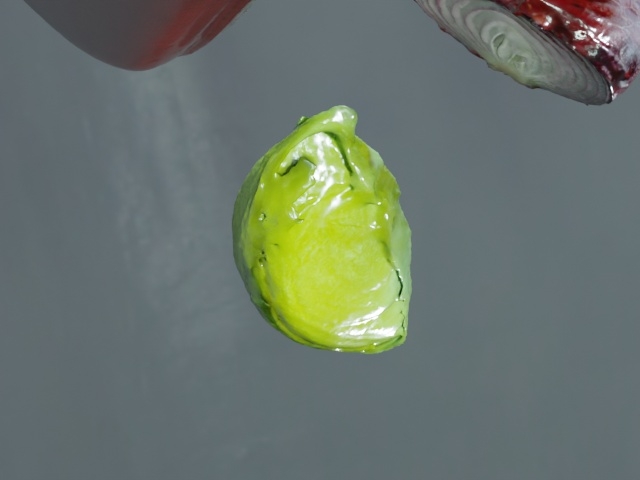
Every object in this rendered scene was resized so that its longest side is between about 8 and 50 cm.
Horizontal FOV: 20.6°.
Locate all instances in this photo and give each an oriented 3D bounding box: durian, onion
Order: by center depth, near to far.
[{"bbox_3d":[0.161,-0.190,1.312,0.098,0.206,0.151,-52,155,-12],"label":"onion"},{"bbox_3d":[0.000,0.000,1.372,0.101,0.139,0.250,61,-4,48],"label":"durian"}]

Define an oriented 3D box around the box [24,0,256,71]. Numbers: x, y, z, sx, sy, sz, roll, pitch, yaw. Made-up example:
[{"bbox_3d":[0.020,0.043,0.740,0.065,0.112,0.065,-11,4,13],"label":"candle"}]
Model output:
[{"bbox_3d":[-0.119,-0.234,0.961,0.263,0.404,0.108,45,68,-5],"label":"box"}]
